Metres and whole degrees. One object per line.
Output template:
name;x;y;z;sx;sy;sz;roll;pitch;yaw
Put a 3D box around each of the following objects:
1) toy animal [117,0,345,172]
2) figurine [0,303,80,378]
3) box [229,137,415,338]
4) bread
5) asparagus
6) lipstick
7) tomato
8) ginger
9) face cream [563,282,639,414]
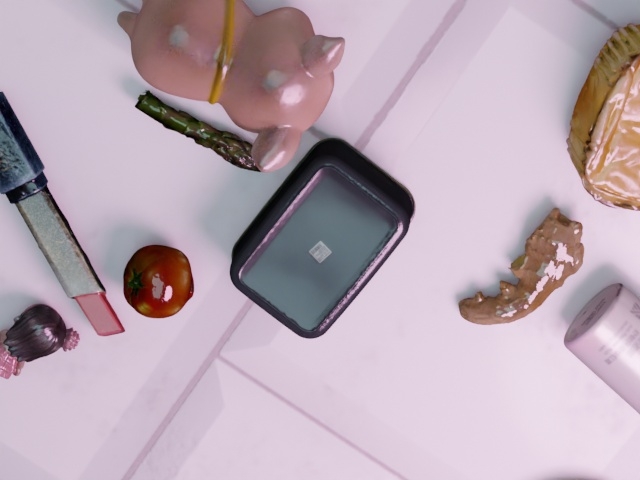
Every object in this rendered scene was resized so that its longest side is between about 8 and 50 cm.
toy animal;-0.100;-0.207;1.904;0.248;0.149;0.165;27;120;8
figurine;-0.347;0.125;2.045;0.129;0.054;0.072;-32;104;13
box;0.000;0.000;1.972;0.144;0.090;0.201;39;104;-6
bread;0.346;-0.137;1.906;0.132;0.114;0.190;17;114;-11
asparagus;-0.132;-0.120;1.977;0.165;0.030;0.036;27;143;-3
lipstick;-0.312;-0.019;2.007;0.051;0.051;0.312;-26;102;8
tomato;-0.181;0.046;2.002;0.075;0.087;0.087;2;108;-34
ginger;0.234;0.041;1.988;0.069;0.051;0.173;42;101;-4
face cream;0.431;0.194;1.988;0.345;0.102;0.102;40;103;-6
